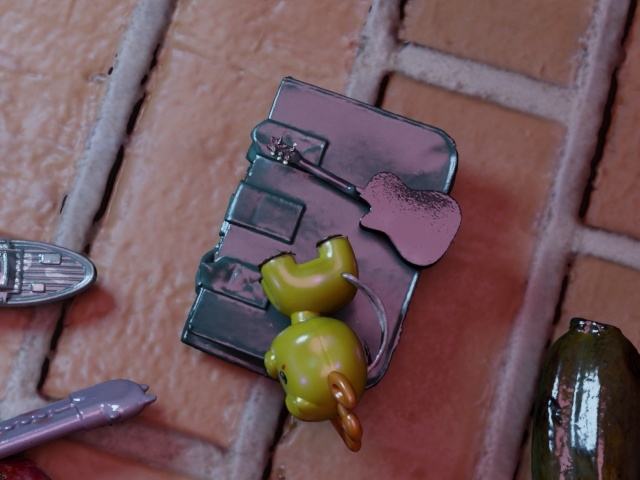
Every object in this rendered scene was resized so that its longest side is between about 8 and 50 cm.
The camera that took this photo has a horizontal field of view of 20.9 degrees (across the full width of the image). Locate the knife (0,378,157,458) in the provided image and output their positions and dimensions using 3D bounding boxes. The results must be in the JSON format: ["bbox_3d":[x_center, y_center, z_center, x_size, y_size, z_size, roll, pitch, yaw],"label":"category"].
[{"bbox_3d":[-0.372,0.218,1.856,0.398,0.132,0.038,-17,109,-14],"label":"knife"}]

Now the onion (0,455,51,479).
[{"bbox_3d":[-0.336,0.278,1.846,0.107,0.097,0.107,-5,57,8],"label":"onion"}]

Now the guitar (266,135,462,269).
[{"bbox_3d":[0.045,-0.053,1.912,0.233,0.025,0.088,30,78,3],"label":"guitar"}]

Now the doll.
[{"bbox_3d":[0.007,0.115,1.823,0.135,0.143,0.221,-14,67,-9],"label":"doll"}]

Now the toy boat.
[{"bbox_3d":[-0.378,0.034,1.917,0.260,0.085,0.078,2,73,-4],"label":"toy boat"}]

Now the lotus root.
[{"bbox_3d":[0.294,0.207,1.896,0.124,0.123,0.241,4,69,14],"label":"lotus root"}]

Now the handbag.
[{"bbox_3d":[0.001,0.001,1.953,0.238,0.089,0.326,21,76,0],"label":"handbag"}]
